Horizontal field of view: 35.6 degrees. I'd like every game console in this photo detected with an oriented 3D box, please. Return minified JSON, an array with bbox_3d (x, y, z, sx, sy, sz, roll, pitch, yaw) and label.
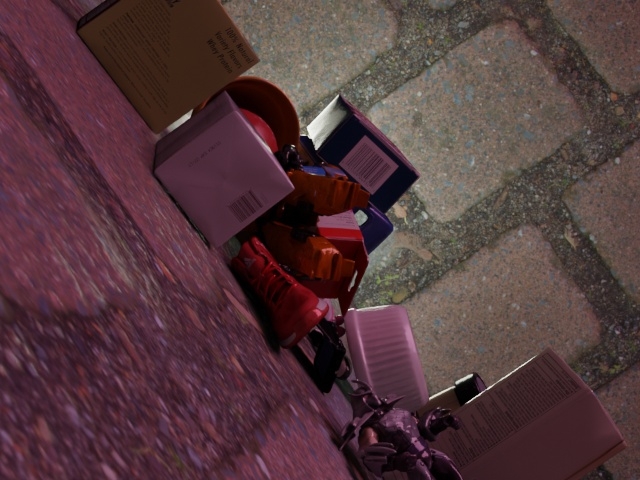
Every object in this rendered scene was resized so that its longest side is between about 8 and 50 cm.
[{"bbox_3d":[-0.009,0.147,1.452,0.071,0.107,0.122,18,12,-12],"label":"game console"}]

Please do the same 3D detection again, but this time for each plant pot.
[{"bbox_3d":[-0.167,-0.209,1.914,0.205,0.205,0.188,54,-14,-19],"label":"plant pot"},{"bbox_3d":[-0.028,-0.058,1.976,0.212,0.236,0.236,46,7,-30],"label":"plant pot"}]

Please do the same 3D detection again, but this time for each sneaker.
[{"bbox_3d":[-0.069,0.067,1.337,0.128,0.087,0.221,46,-8,-11],"label":"sneaker"},{"bbox_3d":[0.013,0.190,1.656,0.043,0.040,0.109,28,19,-48],"label":"sneaker"}]

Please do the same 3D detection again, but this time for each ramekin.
[{"bbox_3d":[0.116,0.208,1.721,0.207,0.109,0.207,-15,90,-86],"label":"ramekin"}]

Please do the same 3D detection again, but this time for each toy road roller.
[{"bbox_3d":[0.316,0.456,2.117,0.329,0.202,0.241,44,22,-52],"label":"toy road roller"}]

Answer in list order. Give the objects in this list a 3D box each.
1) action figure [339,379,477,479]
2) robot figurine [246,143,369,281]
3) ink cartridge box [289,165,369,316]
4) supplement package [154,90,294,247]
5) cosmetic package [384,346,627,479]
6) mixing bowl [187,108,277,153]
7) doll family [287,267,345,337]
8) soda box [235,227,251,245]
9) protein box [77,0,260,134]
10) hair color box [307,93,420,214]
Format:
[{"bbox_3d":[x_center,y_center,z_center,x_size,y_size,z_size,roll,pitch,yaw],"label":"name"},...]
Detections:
[{"bbox_3d":[0.134,0.284,1.261,0.285,0.099,0.185,48,38,14],"label":"action figure"},{"bbox_3d":[-0.032,-0.033,1.503,0.085,0.211,0.291,11,5,-24],"label":"robot figurine"},{"bbox_3d":[0.000,0.000,1.634,0.231,0.078,0.134,-109,-149,-46],"label":"ink cartridge box"},{"bbox_3d":[-0.140,-0.108,1.404,0.134,0.139,0.244,53,3,-17],"label":"supplement package"},{"bbox_3d":[0.249,0.301,1.399,0.113,0.309,0.160,54,4,-18],"label":"cosmetic package"},{"bbox_3d":[-0.140,-0.159,1.715,0.181,0.098,0.181,34,-31,23],"label":"mixing bowl"},{"bbox_3d":[-0.039,0.060,1.775,0.263,0.118,0.163,-93,159,-51],"label":"doll family"},{"bbox_3d":[-0.146,-0.064,1.656,0.181,0.058,0.061,54,2,-15],"label":"soda box"},{"bbox_3d":[-0.239,-0.315,1.564,0.200,0.201,0.136,54,3,-23],"label":"protein box"},{"bbox_3d":[0.077,-0.177,1.938,0.174,0.105,0.347,42,8,-12],"label":"hair color box"}]
